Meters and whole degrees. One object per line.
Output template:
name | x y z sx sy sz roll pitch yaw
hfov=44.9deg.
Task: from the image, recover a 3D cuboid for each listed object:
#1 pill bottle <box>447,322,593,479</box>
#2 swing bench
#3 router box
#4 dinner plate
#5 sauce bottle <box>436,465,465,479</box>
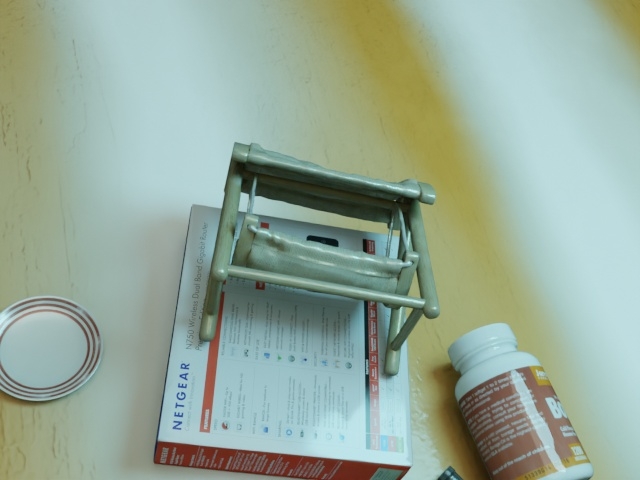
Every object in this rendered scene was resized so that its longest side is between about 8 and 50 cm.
pill bottle | 0.248 0.222 0.997 0.121 0.121 0.216 -9 60 -22
swing bench | 0.000 0.000 0.947 0.253 0.165 0.255 11 54 -8
router box | -0.041 0.128 1.002 0.301 0.082 0.336 9 54 -10
dinner plate | -0.340 0.132 0.952 0.141 0.017 0.141 7 54 -10
sauce bottle | 0.199 0.333 0.954 0.128 0.042 0.042 43 56 18
